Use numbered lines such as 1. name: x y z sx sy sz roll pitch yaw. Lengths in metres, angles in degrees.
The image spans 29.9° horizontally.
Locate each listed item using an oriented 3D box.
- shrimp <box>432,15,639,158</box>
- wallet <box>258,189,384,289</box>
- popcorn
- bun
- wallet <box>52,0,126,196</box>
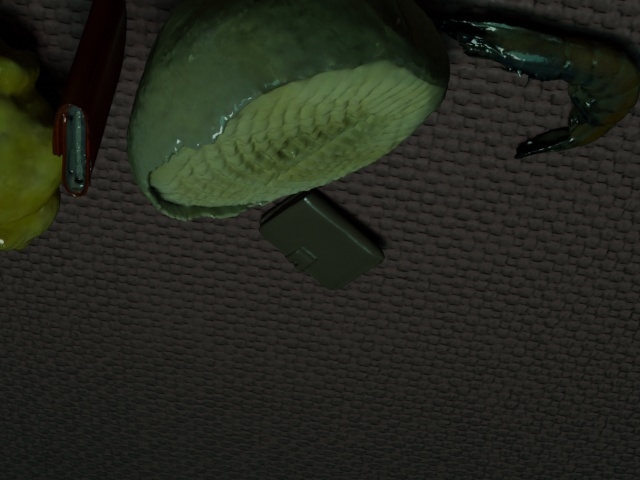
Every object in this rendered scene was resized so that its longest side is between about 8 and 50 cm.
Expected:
1. shrimp: 0.229 -0.169 1.386 0.262 0.051 0.198 14 139 -10
2. wallet: 0.000 0.000 1.623 0.118 0.039 0.152 -32 121 34
3. popcorn: -0.446 -0.106 1.427 0.316 0.281 0.297 -32 108 22
4. bun: -0.048 -0.179 1.278 0.364 0.202 0.364 -21 164 -6
5. wallet: -0.260 -0.169 1.355 0.045 0.204 0.142 9 138 -4
